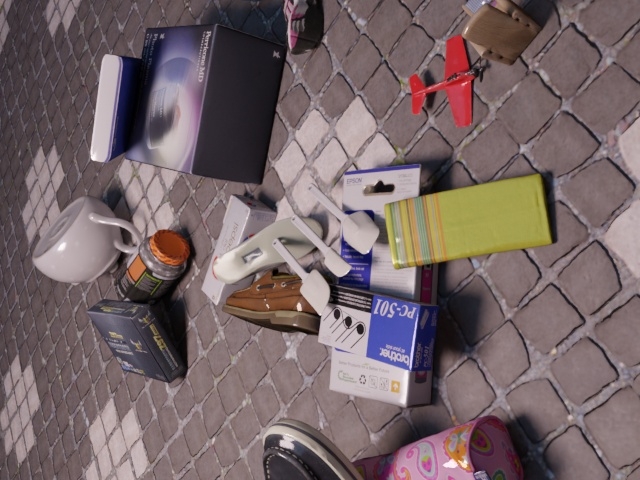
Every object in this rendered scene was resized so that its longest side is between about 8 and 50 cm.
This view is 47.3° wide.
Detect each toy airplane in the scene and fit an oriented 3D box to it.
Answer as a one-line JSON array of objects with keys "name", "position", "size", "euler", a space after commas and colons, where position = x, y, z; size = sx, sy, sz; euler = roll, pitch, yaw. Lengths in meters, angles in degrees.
[{"name": "toy airplane", "position": [0.192, -0.245, 1.141], "size": [0.151, 0.028, 0.151], "euler": [-7, 81, 48]}]

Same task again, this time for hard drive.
[{"name": "hard drive", "position": [-0.430, -0.292, 1.585], "size": [0.318, 0.040, 0.210], "euler": [-108, 28, -76]}]

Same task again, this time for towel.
[{"name": "towel", "position": [0.207, -0.024, 1.049], "size": [0.237, 0.021, 0.102], "euler": [-11, 83, 28]}]

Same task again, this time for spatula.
[{"name": "spatula", "position": [0.000, 0.000, 1.219], "size": [0.168, 0.019, 0.242], "euler": [-58, 33, 10]}]

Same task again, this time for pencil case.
[{"name": "pencil case", "position": [0.151, 0.341, 1.036], "size": [0.284, 0.124, 0.124], "euler": [-33, 61, 40]}]

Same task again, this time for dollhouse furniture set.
[{"name": "dollhouse furniture set", "position": [0.221, -0.465, 1.012], "size": [0.286, 0.198, 0.303], "euler": [-51, 50, 31]}]

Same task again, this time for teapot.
[{"name": "teapot", "position": [-0.599, 0.018, 1.894], "size": [0.252, 0.187, 0.256], "euler": [-50, 27, -3]}]

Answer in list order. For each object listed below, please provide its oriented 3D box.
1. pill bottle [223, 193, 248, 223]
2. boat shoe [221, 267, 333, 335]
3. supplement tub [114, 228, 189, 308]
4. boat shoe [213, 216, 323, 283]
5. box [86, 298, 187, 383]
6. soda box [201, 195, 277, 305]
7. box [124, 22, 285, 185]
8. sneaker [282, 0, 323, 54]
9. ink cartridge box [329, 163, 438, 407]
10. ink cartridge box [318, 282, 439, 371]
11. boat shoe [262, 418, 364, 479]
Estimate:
[{"name": "pill bottle", "position": [-0.177, -0.052, 1.520], "size": [0.043, 0.043, 0.083], "euler": [33, 109, 46]}, {"name": "boat shoe", "position": [-0.072, 0.109, 1.338], "size": [0.307, 0.111, 0.104], "euler": [0, 71, 52]}, {"name": "supplement tub", "position": [-0.385, 0.067, 1.684], "size": [0.190, 0.117, 0.116], "euler": [-46, 53, 34]}, {"name": "boat shoe", "position": [-0.095, 0.012, 1.378], "size": [0.228, 0.081, 0.079], "euler": [-24, 94, 17]}, {"name": "box", "position": [-0.425, 0.227, 1.680], "size": [0.233, 0.059, 0.183], "euler": [0, 121, 48]}, {"name": "soda box", "position": [-0.166, 0.024, 1.479], "size": [0.074, 0.069, 0.216], "euler": [37, 111, 46]}, {"name": "box", "position": [-0.250, -0.287, 1.535], "size": [0.294, 0.183, 0.296], "euler": [15, 97, 48]}, {"name": "sneaker", "position": [-0.040, -0.439, 1.415], "size": [0.077, 0.072, 0.178], "euler": [-14, 66, 59]}, {"name": "ink cartridge box", "position": [0.102, 0.069, 1.171], "size": [0.176, 0.069, 0.370], "euler": [0, 87, 49]}, {"name": "ink cartridge box", "position": [0.083, 0.127, 1.105], "size": [0.207, 0.046, 0.097], "euler": [8, 91, 50]}, {"name": "boat shoe", "position": [0.006, 0.498, 1.033], "size": [0.187, 0.156, 0.499], "euler": [-5, 101, 45]}]
